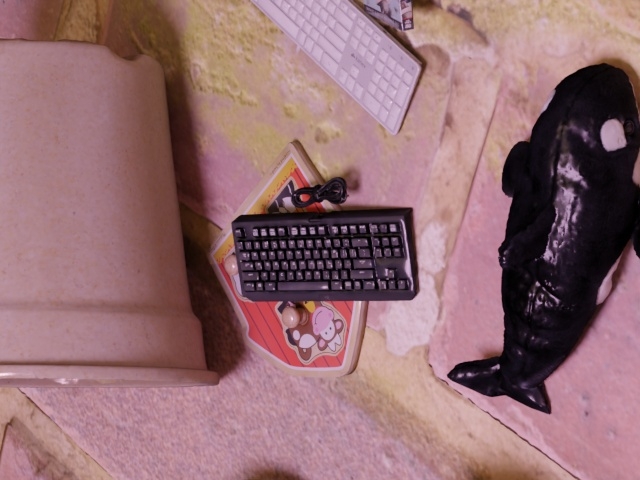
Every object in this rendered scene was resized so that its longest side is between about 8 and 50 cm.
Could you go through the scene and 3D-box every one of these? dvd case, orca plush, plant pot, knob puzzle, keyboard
[{"bbox_3d":[0.050,-0.236,1.498,0.087,0.013,0.119,-138,37,-63],"label":"dvd case"},{"bbox_3d":[0.154,0.004,1.401,0.151,0.102,0.287,49,129,30],"label":"orca plush"},{"bbox_3d":[-0.259,-0.019,1.720,0.334,0.334,0.305,-7,81,48],"label":"plant pot"},{"bbox_3d":[-0.026,0.040,1.658,0.213,0.030,0.213,10,104,46],"label":"knob puzzle"},{"bbox_3d":[0.000,0.000,1.599,0.180,0.023,0.108,-2,96,33],"label":"keyboard"},{"bbox_3d":[-0.002,-0.192,1.602,0.256,0.014,0.072,46,128,32],"label":"keyboard"}]
